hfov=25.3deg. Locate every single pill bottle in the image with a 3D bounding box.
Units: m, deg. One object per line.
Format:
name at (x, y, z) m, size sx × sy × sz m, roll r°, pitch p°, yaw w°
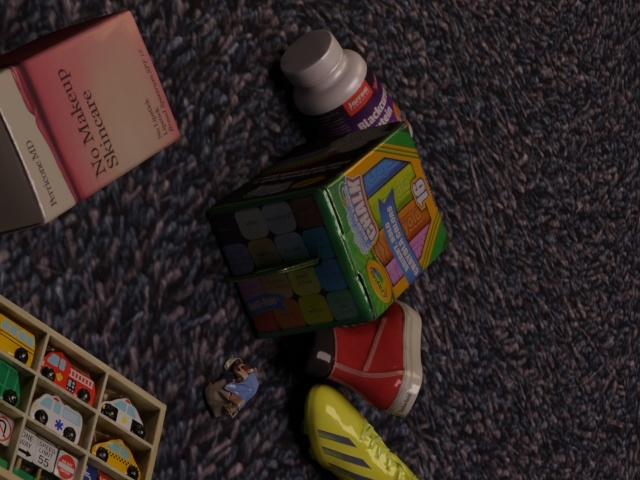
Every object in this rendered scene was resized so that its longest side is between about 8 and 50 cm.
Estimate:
pill bottle at (0.031, -0.182, 1.877) m, size 0.193 × 0.108 × 0.108 m, roll 50°, pitch 44°, yaw -36°

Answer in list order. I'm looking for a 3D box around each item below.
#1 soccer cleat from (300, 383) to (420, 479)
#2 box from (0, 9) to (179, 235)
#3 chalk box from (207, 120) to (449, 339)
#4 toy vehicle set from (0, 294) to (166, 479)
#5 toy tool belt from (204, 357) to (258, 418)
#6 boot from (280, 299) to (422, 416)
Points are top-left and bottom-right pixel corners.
soccer cleat at (0.073, 0.289, 1.802) m, size 0.289 × 0.121 × 0.093 m, roll 62°, pitch 38°, yaw -25°
box at (-0.270, -0.116, 1.408) m, size 0.232 × 0.126 × 0.149 m, roll -42°, pitch 116°, yaw -52°
chalk box at (0.000, 0.000, 1.725) m, size 0.289 × 0.180 × 0.179 m, roll -41°, pitch 115°, yaw -50°
toy vehicle set at (-0.265, 0.179, 1.394) m, size 0.267 × 0.035 × 0.166 m, roll 41°, pitch 45°, yaw -39°
toy tool belt at (-0.093, 0.169, 1.656) m, size 0.083 × 0.051 × 0.052 m, roll -51°, pitch 123°, yaw -49°
boot at (0.035, 0.120, 1.831) m, size 0.176 × 0.088 × 0.244 m, roll 22°, pitch 20°, yaw -8°
